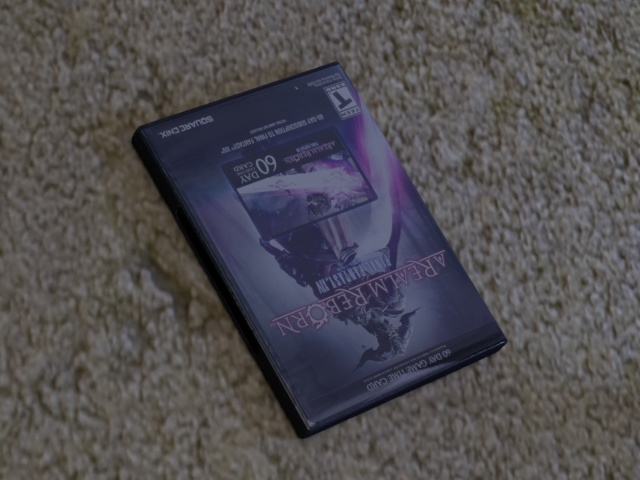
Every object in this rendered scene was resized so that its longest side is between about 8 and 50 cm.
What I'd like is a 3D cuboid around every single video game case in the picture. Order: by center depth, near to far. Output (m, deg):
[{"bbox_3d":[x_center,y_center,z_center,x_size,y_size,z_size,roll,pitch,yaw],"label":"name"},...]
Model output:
[{"bbox_3d":[0.000,0.000,1.491,0.196,0.026,0.274,-21,71,-30],"label":"video game case"}]
